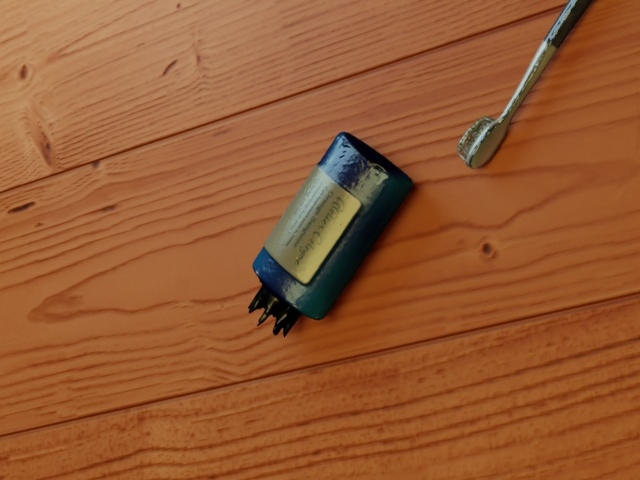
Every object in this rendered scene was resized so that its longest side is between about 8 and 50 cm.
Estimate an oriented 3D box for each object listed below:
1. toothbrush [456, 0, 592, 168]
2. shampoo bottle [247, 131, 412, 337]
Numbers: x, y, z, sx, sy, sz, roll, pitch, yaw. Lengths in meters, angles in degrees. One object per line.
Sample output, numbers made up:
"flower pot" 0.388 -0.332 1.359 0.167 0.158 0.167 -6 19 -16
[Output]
"toothbrush" 0.202 -0.181 1.186 0.288 0.024 0.026 -56 47 13
"shampoo bottle" 0.000 0.000 1.264 0.087 0.050 0.183 40 104 26
